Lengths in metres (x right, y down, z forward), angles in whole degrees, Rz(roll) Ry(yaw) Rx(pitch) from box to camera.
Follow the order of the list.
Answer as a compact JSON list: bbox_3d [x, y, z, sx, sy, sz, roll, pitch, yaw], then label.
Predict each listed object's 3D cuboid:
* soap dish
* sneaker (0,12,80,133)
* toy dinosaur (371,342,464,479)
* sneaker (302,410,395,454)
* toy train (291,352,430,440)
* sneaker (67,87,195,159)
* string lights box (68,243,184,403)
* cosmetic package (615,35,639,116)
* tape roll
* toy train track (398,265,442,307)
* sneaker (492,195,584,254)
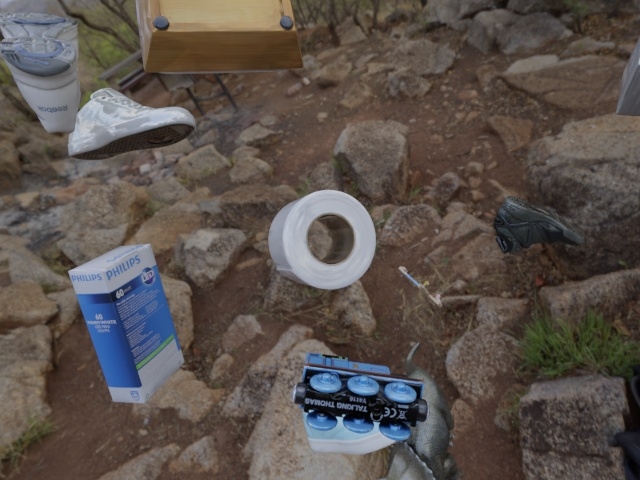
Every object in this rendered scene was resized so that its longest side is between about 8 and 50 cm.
[{"bbox_3d":[-0.184,-0.428,0.787,0.290,0.229,0.118,-7,-9,-15],"label":"soap dish"},{"bbox_3d":[-0.436,-0.274,0.684,0.110,0.129,0.297,-7,42,-23],"label":"sneaker"},{"bbox_3d":[0.164,0.288,0.675,0.120,0.160,0.314,4,48,24],"label":"toy dinosaur"},{"bbox_3d":[0.077,0.437,1.089,0.365,0.150,0.135,-27,-9,37],"label":"sneaker"},{"bbox_3d":[0.054,0.210,0.597,0.184,0.080,0.105,6,10,1],"label":"toy train"},{"bbox_3d":[-0.355,-0.227,0.782,0.290,0.123,0.106,-4,0,24],"label":"sneaker"},{"bbox_3d":[-0.349,0.150,0.805,0.076,0.260,0.133,-5,17,18],"label":"string lights box"},{"bbox_3d":[0.608,-0.256,0.658,0.237,0.127,0.107,14,72,24],"label":"cosmetic package"},{"bbox_3d":[0.000,0.000,1.126,0.246,0.246,0.169,-44,12,-16],"label":"tape roll"},{"bbox_3d":[0.135,0.058,0.578,0.014,0.048,0.083,-41,44,-3],"label":"toy train track"},{"bbox_3d":[0.533,-0.016,1.087,0.087,0.227,0.130,-87,17,-56],"label":"sneaker"}]
